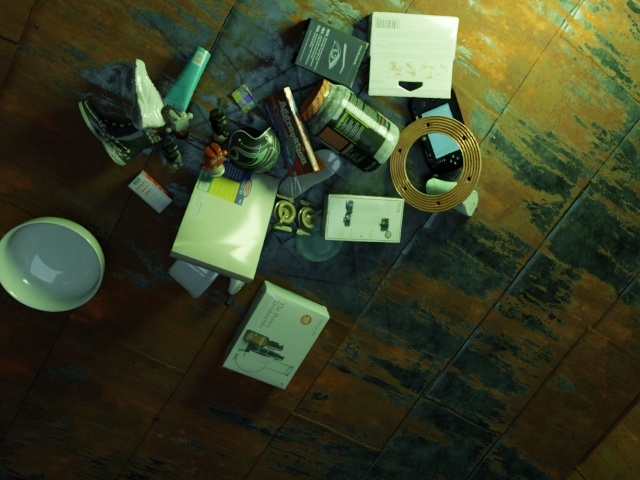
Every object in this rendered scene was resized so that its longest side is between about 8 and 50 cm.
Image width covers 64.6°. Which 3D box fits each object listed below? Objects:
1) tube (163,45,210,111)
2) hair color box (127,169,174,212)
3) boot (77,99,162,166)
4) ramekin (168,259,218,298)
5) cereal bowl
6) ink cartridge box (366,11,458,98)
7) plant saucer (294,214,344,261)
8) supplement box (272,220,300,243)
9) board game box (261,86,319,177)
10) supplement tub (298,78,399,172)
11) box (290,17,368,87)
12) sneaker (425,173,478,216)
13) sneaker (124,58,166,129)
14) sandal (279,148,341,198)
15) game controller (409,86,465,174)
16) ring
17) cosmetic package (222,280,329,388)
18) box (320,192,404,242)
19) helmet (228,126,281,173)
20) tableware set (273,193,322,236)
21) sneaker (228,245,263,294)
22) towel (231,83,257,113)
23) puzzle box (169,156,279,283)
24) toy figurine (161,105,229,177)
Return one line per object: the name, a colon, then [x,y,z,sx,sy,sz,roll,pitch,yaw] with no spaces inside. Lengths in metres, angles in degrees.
tube: [-0.421,-0.515,1.614,0.080,0.052,0.207,25,84,12]
hair color box: [-0.590,-0.170,1.765,0.072,0.043,0.141,-41,113,8]
boot: [-0.652,-0.381,1.656,0.178,0.085,0.236,-30,113,-1]
ramekin: [-0.404,0.052,1.764,0.135,0.277,0.277,40,101,-13]
cereal bowl: [-0.917,0.068,1.753,0.338,0.141,0.339,-3,112,-8]
ink cartridge box: [0.302,-0.619,1.708,0.296,0.066,0.261,0,106,-9]
plant saucer: [0.000,0.000,1.929,0.194,0.037,0.195,-3,112,-8]
supplement box: [-0.127,-0.042,1.866,0.083,0.083,0.056,-31,113,4]
board game box: [-0.102,-0.355,1.696,0.027,0.145,0.281,-30,106,-35]
supplement tub: [0.092,-0.387,1.707,0.316,0.193,0.194,33,103,-20]
box: [0.028,-0.611,1.654,0.207,0.108,0.153,19,107,-16]
sneaker: [0.495,-0.172,1.919,0.256,0.151,0.094,26,87,-51]
sneaker: [-0.554,-0.463,1.623,0.115,0.090,0.232,-6,84,-45]
sandal: [-0.039,-0.243,1.814,0.265,0.076,0.102,-31,99,26]
game controller: [0.435,-0.397,1.826,0.166,0.067,0.319,-25,112,1]
ring: [0.402,-0.268,1.785,0.336,0.032,0.337,6,101,34]
cosmetic package: [-0.181,0.382,2.020,0.284,0.097,0.377,25,105,-20]
box: [0.151,-0.085,1.871,0.289,0.087,0.169,1,101,-13]
helmet: [-0.216,-0.308,1.708,0.161,0.169,0.170,13,109,2]
tableware set: [-0.079,-0.089,1.808,0.194,0.039,0.128,12,78,-41]
sneaker: [-0.301,0.093,1.902,0.094,0.090,0.235,26,102,-4]
towel: [-0.258,-0.479,1.714,0.060,0.009,0.083,-34,112,4]
puzzle box: [-0.306,-0.084,1.687,0.272,0.409,0.052,21,148,-15]
toy figurine: [-0.404,-0.318,1.650,0.209,0.148,0.213,3,66,-5]
